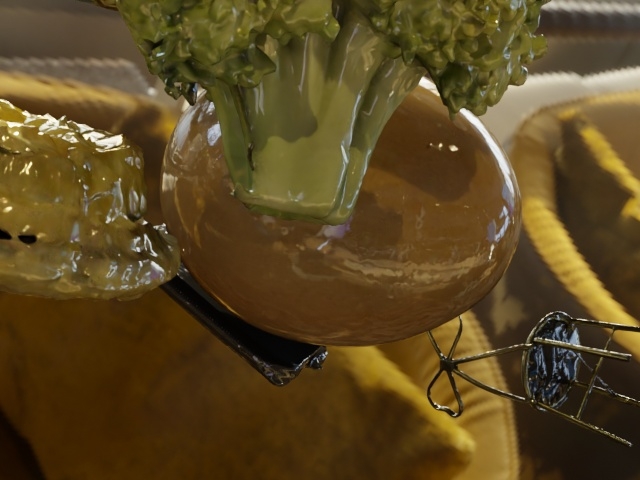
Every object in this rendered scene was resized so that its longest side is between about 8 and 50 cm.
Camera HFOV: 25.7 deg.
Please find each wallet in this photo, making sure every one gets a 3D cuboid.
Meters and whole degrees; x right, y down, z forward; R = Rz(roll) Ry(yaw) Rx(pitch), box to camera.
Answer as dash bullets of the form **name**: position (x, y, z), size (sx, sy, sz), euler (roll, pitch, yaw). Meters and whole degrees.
- **wallet**: position (-0.102, 0.069, 1.546), size (0.250, 0.044, 0.149), euler (39, 16, 8)

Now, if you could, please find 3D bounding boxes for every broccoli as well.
- **broccoli**: position (-0.010, -0.155, 1.015), size (0.348, 0.281, 0.293), euler (11, -6, -16)

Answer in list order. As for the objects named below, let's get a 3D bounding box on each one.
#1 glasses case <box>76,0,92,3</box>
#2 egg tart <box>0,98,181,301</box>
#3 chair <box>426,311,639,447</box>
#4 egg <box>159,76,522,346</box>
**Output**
- **glasses case**: position (-0.272, -0.460, 2.015), size (0.105, 0.056, 0.266), euler (11, 68, 18)
- **egg tart**: position (-0.212, -0.046, 0.863), size (0.279, 0.095, 0.279), euler (22, 9, -4)
- **chair**: position (0.325, 0.177, 2.010), size (0.325, 0.160, 0.170), euler (9, 20, 40)
- **egg**: position (0.018, -0.040, 1.429), size (0.374, 0.301, 0.301), euler (20, 31, 19)
